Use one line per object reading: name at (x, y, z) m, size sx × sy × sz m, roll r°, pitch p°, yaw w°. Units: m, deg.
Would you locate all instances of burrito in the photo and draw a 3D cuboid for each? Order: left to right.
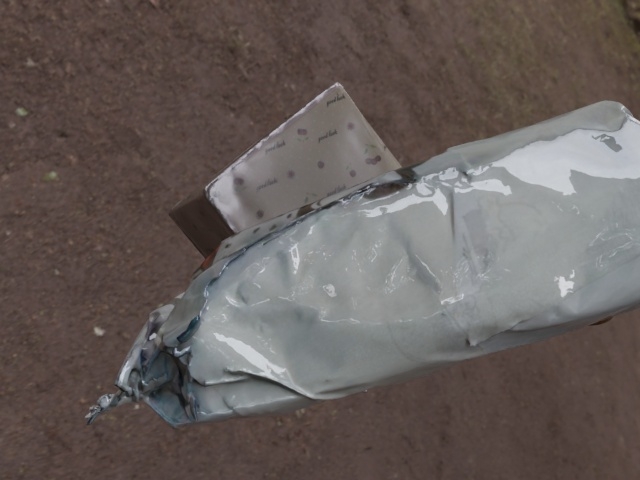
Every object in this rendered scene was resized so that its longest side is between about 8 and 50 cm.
burrito at (0.049, 0.024, 0.533) m, size 0.101 × 0.446 × 0.138 m, roll -104°, pitch 176°, yaw -86°

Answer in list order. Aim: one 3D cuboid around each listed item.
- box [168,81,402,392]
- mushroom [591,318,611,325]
box at (0.000, 0.000, 1.013) m, size 0.225 × 0.190 × 0.297 m, roll -42°, pitch 103°, yaw -22°
mushroom at (0.333, 0.068, 1.081) m, size 0.123 × 0.123 × 0.052 m, roll -44°, pitch 148°, yaw -53°
